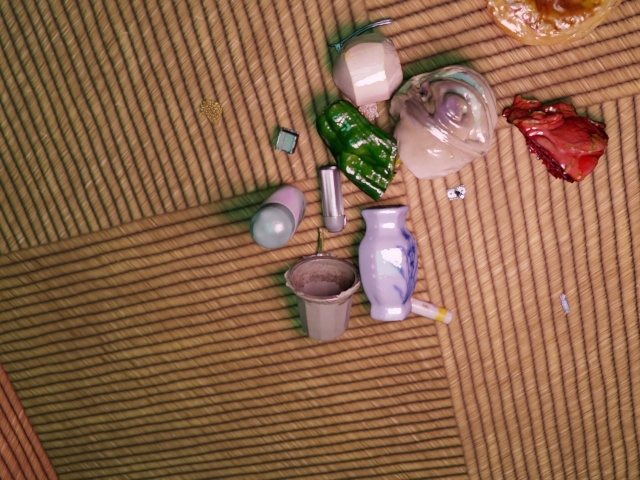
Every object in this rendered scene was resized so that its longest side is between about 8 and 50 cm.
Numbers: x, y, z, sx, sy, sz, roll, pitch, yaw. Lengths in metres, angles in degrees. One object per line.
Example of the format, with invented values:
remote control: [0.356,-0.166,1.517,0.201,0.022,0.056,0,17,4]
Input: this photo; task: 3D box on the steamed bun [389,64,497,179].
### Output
steamed bun: [0.387,-0.398,1.477,0.352,0.247,0.339,-25,74,4]

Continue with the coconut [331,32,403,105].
coconut: [0.148,-0.558,1.524,0.241,0.241,0.241,2,107,6]

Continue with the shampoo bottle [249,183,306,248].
shampoo bottle: [-0.150,-0.077,1.641,0.151,0.349,0.222,24,108,1]

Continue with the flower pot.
flower pot: [0.017,0.225,1.773,0.290,0.290,0.259,1,122,7]

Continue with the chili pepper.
chili pepper: [0.127,-0.310,1.606,0.385,0.167,0.213,49,146,-11]

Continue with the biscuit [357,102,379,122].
biscuit: [0.173,-0.463,1.660,0.078,0.015,0.091,22,108,-1]

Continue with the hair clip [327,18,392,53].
hair clip: [0.138,-0.702,1.581,0.229,0.039,0.070,-28,100,13]

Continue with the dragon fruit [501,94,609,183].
dragon fruit: [0.778,-0.371,1.496,0.228,0.286,0.329,-42,89,20]

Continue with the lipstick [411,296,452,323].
lipstick: [0.385,0.262,1.831,0.264,0.059,0.059,19,108,1]

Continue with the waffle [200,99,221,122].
waffle: [-0.409,-0.484,1.726,0.085,0.016,0.078,29,104,-3]

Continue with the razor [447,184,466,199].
razor: [0.494,-0.163,1.648,0.068,0.135,0.040,-18,100,12]

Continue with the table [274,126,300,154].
table: [-0.123,-0.362,1.692,0.070,0.082,0.083,19,108,0]

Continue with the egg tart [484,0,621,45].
egg tart: [0.707,-0.817,1.404,0.443,0.178,0.443,3,109,7]

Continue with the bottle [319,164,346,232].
bottle: [0.050,-0.156,1.739,0.096,0.079,0.253,-14,107,-29]

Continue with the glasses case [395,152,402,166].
glasses case: [0.342,-0.350,1.645,0.234,0.064,0.079,-32,79,13]

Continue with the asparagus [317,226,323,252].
asparagus: [0.000,0.000,1.816,0.021,0.025,0.108,11,110,26]

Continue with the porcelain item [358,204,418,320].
porcelain item: [0.251,0.077,1.693,0.178,0.242,0.405,-2,98,27]

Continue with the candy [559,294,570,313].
candy: [0.940,0.243,1.776,0.030,0.020,0.083,-23,104,16]
